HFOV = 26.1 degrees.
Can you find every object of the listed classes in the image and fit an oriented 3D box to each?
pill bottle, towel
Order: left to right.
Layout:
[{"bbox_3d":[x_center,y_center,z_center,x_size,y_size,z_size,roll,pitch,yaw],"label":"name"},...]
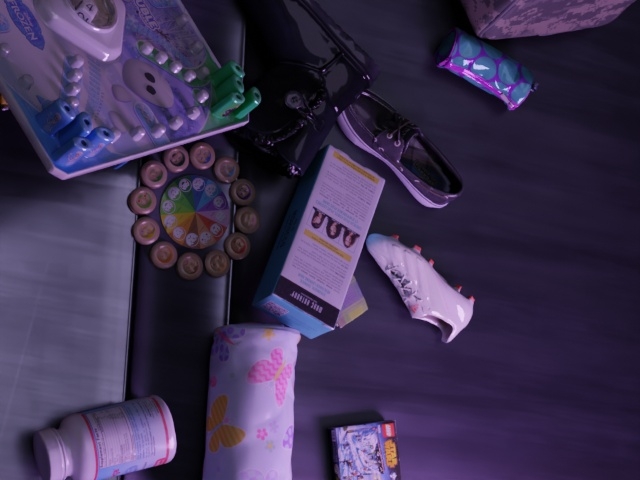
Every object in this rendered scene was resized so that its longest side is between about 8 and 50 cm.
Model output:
[{"bbox_3d":[-0.264,0.247,1.690,0.160,0.087,0.087,-11,88,-27],"label":"pill bottle"},{"bbox_3d":[0.027,0.071,1.903,0.060,0.009,0.083,-32,98,-27],"label":"towel"}]

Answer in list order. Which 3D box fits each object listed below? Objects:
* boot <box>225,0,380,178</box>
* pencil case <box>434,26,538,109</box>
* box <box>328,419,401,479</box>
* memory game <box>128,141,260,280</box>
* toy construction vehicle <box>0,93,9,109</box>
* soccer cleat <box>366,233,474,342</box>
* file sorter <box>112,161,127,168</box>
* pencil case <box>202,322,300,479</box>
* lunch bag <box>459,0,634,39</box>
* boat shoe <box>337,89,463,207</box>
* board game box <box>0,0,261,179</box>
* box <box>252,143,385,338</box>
[{"bbox_3d":[-0.066,-0.226,1.850,0.246,0.094,0.207,42,72,-7],"label":"boot"},{"bbox_3d":[0.241,-0.250,2.024,0.151,0.064,0.070,27,55,-20],"label":"pencil case"},{"bbox_3d":[0.063,0.316,1.876,0.094,0.027,0.137,-3,84,-25],"label":"box"},{"bbox_3d":[-0.165,-0.038,1.822,0.186,0.012,0.186,4,81,-26],"label":"memory game"},{"bbox_3d":[-0.405,-0.195,1.711,0.098,0.035,0.086,0,83,-27],"label":"toy construction vehicle"},{"bbox_3d":[0.134,0.064,1.928,0.196,0.068,0.076,40,71,-19],"label":"soccer cleat"},{"bbox_3d":[-0.273,-0.189,1.715,0.170,0.104,0.118,40,45,-23],"label":"file sorter"},{"bbox_3d":[-0.085,0.239,1.767,0.124,0.113,0.273,10,79,-45],"label":"pencil case"},{"bbox_3d":[0.327,-0.455,2.027,0.305,0.212,0.256,-13,72,-28],"label":"lunch bag"},{"bbox_3d":[0.115,-0.135,1.938,0.228,0.076,0.080,48,65,-13],"label":"boat shoe"},{"bbox_3d":[-0.274,-0.283,1.640,0.390,0.050,0.390,58,33,4],"label":"board game box"},{"bbox_3d":[0.000,0.000,1.848,0.100,0.060,0.244,32,60,-19],"label":"box"}]
